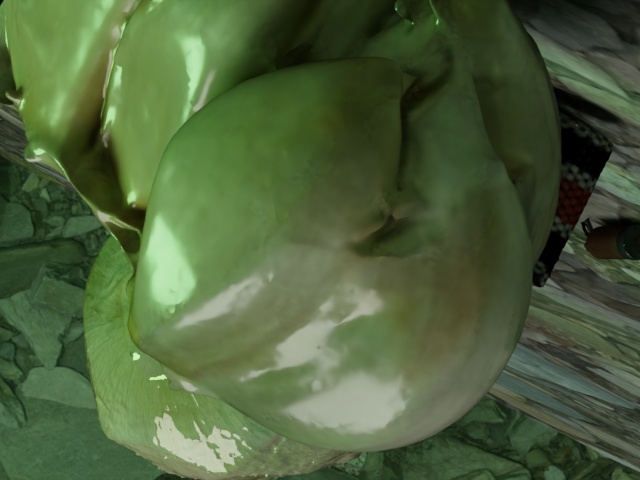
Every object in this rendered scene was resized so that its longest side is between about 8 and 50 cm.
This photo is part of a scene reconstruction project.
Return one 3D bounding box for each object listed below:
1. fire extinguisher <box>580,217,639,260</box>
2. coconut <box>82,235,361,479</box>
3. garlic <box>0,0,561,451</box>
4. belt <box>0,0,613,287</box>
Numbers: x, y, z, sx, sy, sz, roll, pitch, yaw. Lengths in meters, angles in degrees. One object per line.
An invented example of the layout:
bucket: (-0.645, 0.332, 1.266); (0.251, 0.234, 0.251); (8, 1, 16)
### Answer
fire extinguisher: (0.180, -0.001, 1.225); (0.028, 0.022, 0.083); (66, 169, -6)
coconut: (-0.080, 0.085, 1.840); (0.297, 0.297, 0.254); (25, -172, 20)
garlic: (0.001, -0.053, 0.812); (0.185, 0.203, 0.281); (2, -131, -36)
belt: (-0.022, -0.083, 1.041); (0.360, 0.094, 0.126); (26, 175, 19)
